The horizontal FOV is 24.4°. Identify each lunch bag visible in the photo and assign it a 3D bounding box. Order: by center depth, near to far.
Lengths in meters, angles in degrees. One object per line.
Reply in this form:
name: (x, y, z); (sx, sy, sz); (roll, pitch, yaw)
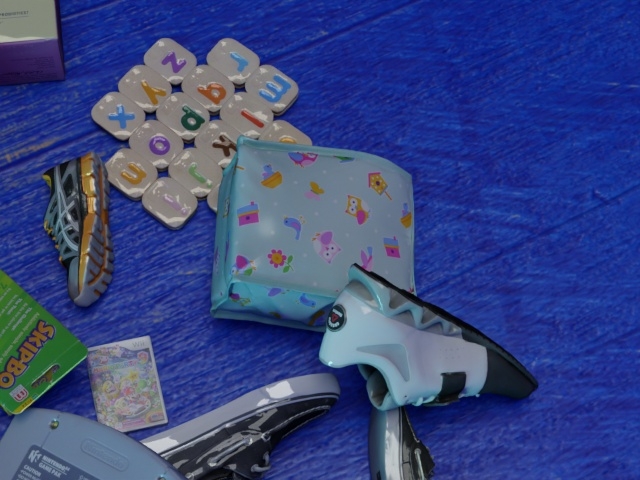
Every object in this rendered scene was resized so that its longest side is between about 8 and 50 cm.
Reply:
lunch bag: (0.000, 0.000, 1.925); (0.262, 0.160, 0.223); (8, 64, -15)

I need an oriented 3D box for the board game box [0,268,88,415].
board game box: (-0.412, 0.115, 1.879); (0.124, 0.039, 0.259); (-41, 55, -19)

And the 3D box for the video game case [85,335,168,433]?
video game case: (-0.251, 0.188, 1.908); (0.087, 0.011, 0.122); (-12, 67, -9)

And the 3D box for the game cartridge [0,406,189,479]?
game cartridge: (-0.278, 0.318, 1.760); (0.294, 0.060, 0.196); (22, 80, 30)

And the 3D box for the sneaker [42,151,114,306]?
sneaker: (-0.325, -0.011, 1.961); (0.083, 0.084, 0.214); (-9, 64, 9)

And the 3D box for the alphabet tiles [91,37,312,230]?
alphabet tiles: (-0.165, -0.151, 2.059); (0.278, 0.021, 0.284); (35, 68, 12)

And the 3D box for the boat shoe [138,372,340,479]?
boat shoe: (-0.104, 0.259, 1.836); (0.301, 0.108, 0.102); (-21, 69, -10)

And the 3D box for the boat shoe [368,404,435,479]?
boat shoe: (0.105, 0.287, 1.859); (0.070, 0.078, 0.219); (3, 66, -16)

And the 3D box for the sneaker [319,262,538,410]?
sneaker: (0.128, 0.154, 1.853); (0.330, 0.122, 0.146); (27, 94, -32)

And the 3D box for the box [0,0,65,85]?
box: (-0.477, -0.345, 2.072); (0.214, 0.117, 0.243); (-6, 68, -7)
